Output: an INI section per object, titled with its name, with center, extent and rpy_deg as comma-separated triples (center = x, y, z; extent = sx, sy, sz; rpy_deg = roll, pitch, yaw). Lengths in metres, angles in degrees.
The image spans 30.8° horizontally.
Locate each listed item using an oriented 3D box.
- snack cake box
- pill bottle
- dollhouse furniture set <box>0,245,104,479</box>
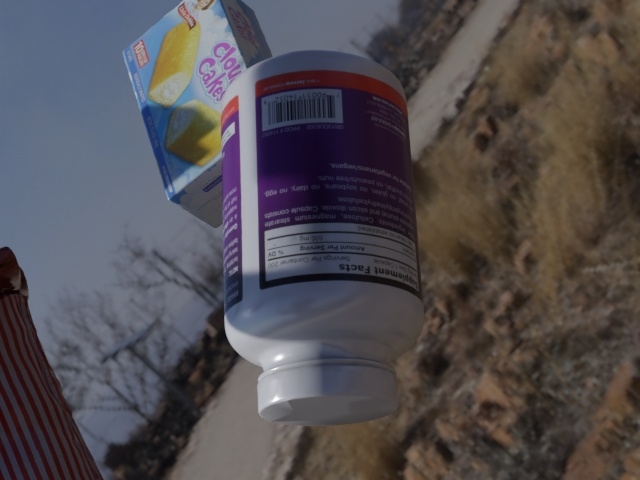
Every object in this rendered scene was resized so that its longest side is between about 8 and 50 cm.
[snack cake box]
center = -0.125, -0.165, 1.361
extent = 0.152, 0.089, 0.264
rpy_deg = -38, 49, 18
[pill bottle]
center = 0.000, 0.000, 1.076
extent = 0.181, 0.181, 0.323
rpy_deg = 139, 133, -59
[dollhouse furniture set]
center = -0.276, 0.179, 0.573
extent = 0.374, 0.201, 0.152
rpy_deg = -27, -3, -12
